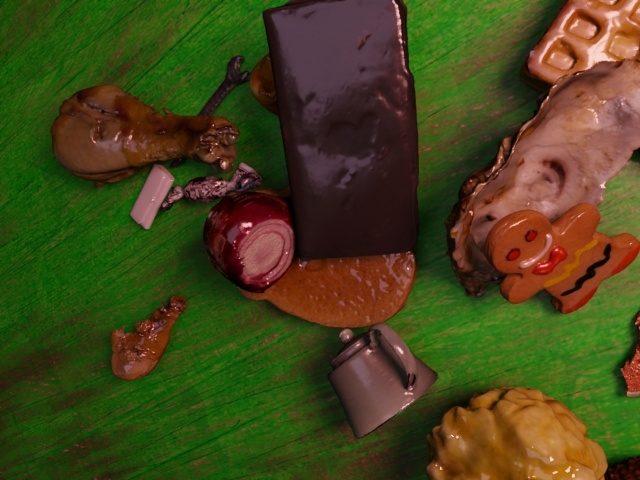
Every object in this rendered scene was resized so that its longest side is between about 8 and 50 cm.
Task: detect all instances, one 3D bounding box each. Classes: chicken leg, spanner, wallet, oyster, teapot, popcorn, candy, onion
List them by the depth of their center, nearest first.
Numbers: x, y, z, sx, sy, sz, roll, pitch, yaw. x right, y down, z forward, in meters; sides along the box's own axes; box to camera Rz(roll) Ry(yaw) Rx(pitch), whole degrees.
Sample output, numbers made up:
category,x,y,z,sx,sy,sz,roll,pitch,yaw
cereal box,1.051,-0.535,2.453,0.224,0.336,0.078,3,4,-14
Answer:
category,x,y,z,sx,sy,sz,roll,pitch,yaw
oyster,0.247,-0.065,0.677,0.396,0.204,0.111,-60,36,32
popcorn,0.260,0.324,0.725,0.249,0.225,0.250,-16,71,54
wallet,0.039,-0.151,0.738,0.196,0.051,0.378,-5,109,9
teapot,0.082,0.199,0.823,0.149,0.162,0.239,54,154,14
onion,-0.101,-0.022,0.836,0.135,0.173,0.198,29,62,29
chicken leg,-0.324,-0.182,0.956,0.428,0.152,0.202,6,104,21
candy,-0.206,-0.097,0.957,0.226,0.094,0.051,-9,110,29
spanner,-0.217,-0.239,0.979,0.054,0.015,0.254,48,110,11
wallet,-0.335,-0.087,1.034,0.061,0.025,0.122,41,109,25
chicken leg,-0.348,0.188,1.050,0.101,0.085,0.208,42,101,25

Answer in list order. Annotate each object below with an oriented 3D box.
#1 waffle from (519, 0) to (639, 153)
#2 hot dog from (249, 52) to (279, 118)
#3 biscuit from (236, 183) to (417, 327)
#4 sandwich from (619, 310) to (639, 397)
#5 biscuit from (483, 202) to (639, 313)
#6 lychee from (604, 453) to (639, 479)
category,x,y,z,sx,sy,sz,roll,pitch,yaw
waffle,0.453,-0.226,0.667,0.327,0.098,0.224,36,109,13
hot dog,0.018,-0.265,0.817,0.256,0.150,0.153,-37,71,21
biscuit,0.001,0.000,0.894,0.343,0.057,0.288,11,100,21
sandwich,0.469,0.163,0.735,0.067,0.029,0.135,17,103,25
biscuit,0.313,0.028,0.687,0.165,0.250,0.036,-54,35,23
lychee,0.450,0.374,0.703,0.171,0.171,0.171,2,97,22
